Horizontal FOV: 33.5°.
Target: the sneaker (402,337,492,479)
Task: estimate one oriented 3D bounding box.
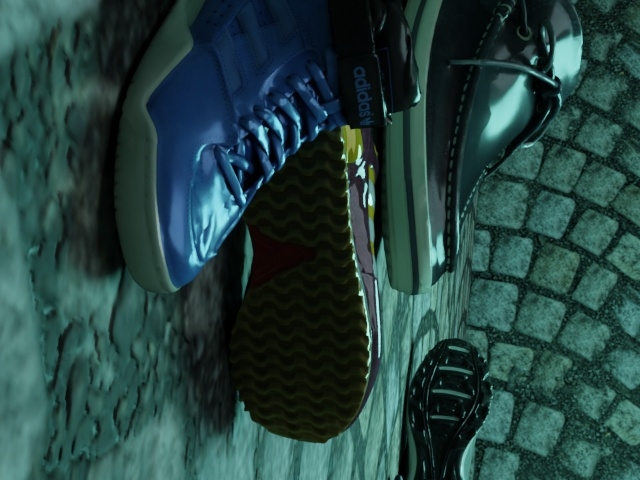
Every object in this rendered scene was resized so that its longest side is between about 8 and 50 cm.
[{"bbox_3d":[0.141,0.251,1.286,0.108,0.100,0.271,109,-9,-76],"label":"sneaker"}]

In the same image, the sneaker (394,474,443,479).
[{"bbox_3d":[0.108,0.321,1.074,0.282,0.099,0.153,70,30,-81],"label":"sneaker"}]

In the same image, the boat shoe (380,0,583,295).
[{"bbox_3d":[0.158,-0.164,0.977,0.187,0.156,0.500,85,20,-52],"label":"boat shoe"}]

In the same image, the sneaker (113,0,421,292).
[{"bbox_3d":[-0.011,-0.047,0.354,0.058,0.085,0.152,81,17,-49],"label":"sneaker"}]

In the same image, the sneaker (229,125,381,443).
[{"bbox_3d":[0.000,0.000,0.472,0.084,0.070,0.185,-55,149,-60],"label":"sneaker"}]
